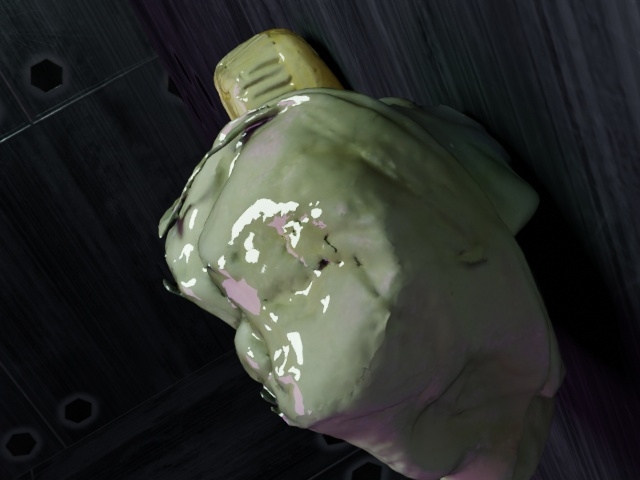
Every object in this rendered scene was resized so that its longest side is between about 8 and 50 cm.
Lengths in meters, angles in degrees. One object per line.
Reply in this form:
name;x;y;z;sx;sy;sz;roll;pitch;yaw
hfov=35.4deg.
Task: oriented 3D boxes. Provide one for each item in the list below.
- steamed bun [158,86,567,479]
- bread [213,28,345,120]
steamed bun;0.055;0.011;0.684;0.280;0.207;0.268;31;-169;-36
bread;-0.012;-0.096;1.000;0.236;0.106;0.140;61;172;-18
